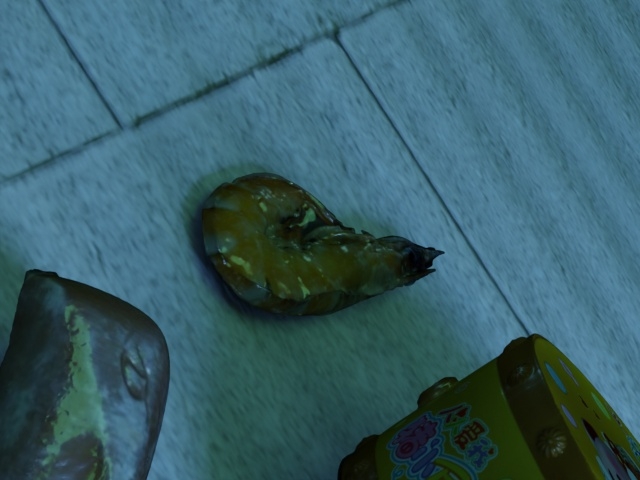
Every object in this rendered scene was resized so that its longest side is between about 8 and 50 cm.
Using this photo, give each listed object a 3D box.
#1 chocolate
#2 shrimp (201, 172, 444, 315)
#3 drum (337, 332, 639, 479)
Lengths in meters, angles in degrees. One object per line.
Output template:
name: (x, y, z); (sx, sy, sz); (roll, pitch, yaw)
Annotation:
chocolate: (-0.185, 0.160, 1.398); (0.161, 0.083, 0.261); (26, 68, -41)
shrimp: (0.000, 0.000, 1.810); (0.317, 0.062, 0.164); (-2, 63, -45)
drum: (0.220, 0.308, 1.581); (0.431, 0.214, 0.431); (51, 12, -14)
